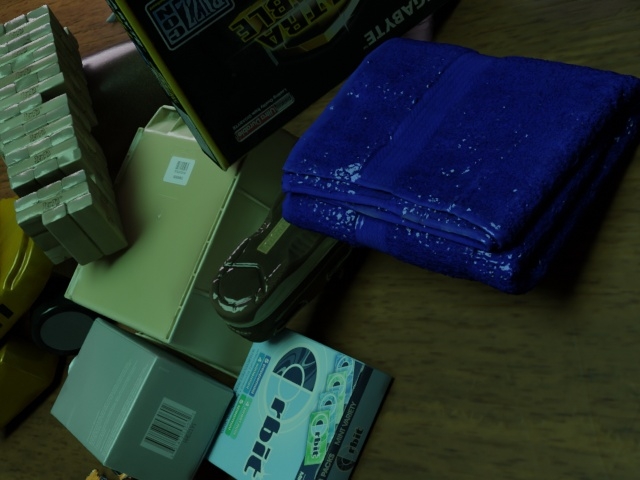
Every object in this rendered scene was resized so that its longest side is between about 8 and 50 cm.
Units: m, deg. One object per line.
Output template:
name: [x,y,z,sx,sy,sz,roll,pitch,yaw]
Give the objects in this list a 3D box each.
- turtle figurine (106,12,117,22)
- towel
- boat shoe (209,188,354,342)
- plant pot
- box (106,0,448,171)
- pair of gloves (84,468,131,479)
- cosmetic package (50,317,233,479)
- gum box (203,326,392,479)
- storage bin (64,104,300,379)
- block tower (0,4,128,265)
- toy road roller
turtle figurine: [-0.226,-0.477,1.936,0.266,0.275,0.198,8,51,34]
towel: [0.113,-0.084,1.201,0.308,0.076,0.228,19,70,47]
boat shoe: [-0.005,-0.004,1.353,0.257,0.095,0.095,-45,52,-13]
plant pot: [-0.264,-0.156,1.712,0.230,0.215,0.215,-36,41,13]
box: [-0.041,-0.266,1.325,0.322,0.257,0.079,-38,33,-10]
pair of gloves: [-0.243,0.269,1.536,0.083,0.010,0.074,-43,25,9]
cosmetic package: [-0.198,0.173,1.442,0.127,0.107,0.238,-64,22,-3]
gum box: [-0.026,0.174,1.310,0.184,0.041,0.157,18,83,56]
storage bin: [-0.135,-0.005,1.497,0.262,0.123,0.260,15,80,55]
block tower: [-0.311,-0.127,1.546,0.091,0.097,0.335,-24,53,5]
toy road roller: [-0.445,0.075,1.739,0.329,0.240,0.202,-44,39,26]
